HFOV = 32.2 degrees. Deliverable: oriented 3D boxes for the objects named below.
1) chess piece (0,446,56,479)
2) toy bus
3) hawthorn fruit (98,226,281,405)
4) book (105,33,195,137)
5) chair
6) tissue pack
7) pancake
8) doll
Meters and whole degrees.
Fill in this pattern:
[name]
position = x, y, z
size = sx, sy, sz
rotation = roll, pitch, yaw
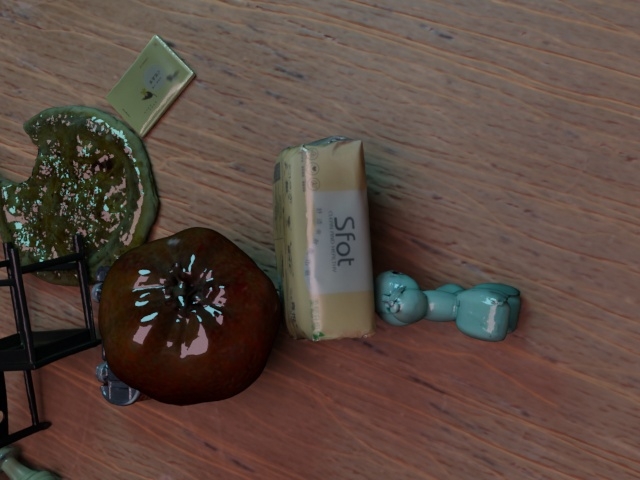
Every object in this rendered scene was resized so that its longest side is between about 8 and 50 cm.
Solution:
[chess piece]
position = -0.421, 0.299, 1.486
size = 0.149, 0.059, 0.059
rotation = 34, 103, 23
[toy bus]
position = -0.234, 0.117, 1.392
size = 0.079, 0.077, 0.174
rotation = -3, 90, 37
[hawthorn fruit]
position = -0.146, 0.107, 1.282
size = 0.208, 0.248, 0.208
rotation = -1, 59, 1
[book]
position = -0.219, -0.198, 1.419
size = 0.077, 0.014, 0.111
rotation = 46, 106, 15
[chair]
position = -0.373, 0.134, 1.389
size = 0.141, 0.154, 0.260
rotation = -6, 96, 25
[tissue pack]
position = 0.000, 0.000, 1.245
size = 0.090, 0.186, 0.222
rotation = -2, 87, -12
[pancake]
position = -0.324, -0.055, 1.451
size = 0.253, 0.037, 0.254
rotation = 0, 90, 22
[doll]
position = 0.133, 0.071, 1.204
size = 0.158, 0.159, 0.059
rotation = 9, 96, 23
